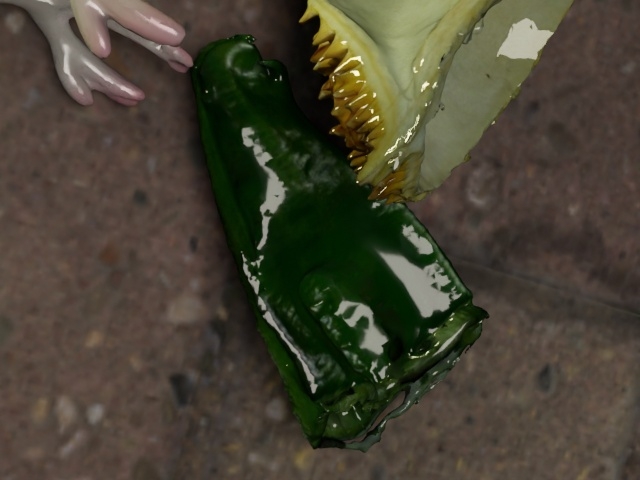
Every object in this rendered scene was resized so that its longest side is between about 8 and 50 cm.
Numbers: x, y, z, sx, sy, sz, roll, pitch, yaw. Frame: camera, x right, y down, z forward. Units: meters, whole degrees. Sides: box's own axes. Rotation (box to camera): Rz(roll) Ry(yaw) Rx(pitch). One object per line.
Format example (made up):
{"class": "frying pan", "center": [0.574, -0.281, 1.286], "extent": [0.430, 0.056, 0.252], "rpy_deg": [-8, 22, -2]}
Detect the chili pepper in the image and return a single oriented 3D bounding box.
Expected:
{"class": "chili pepper", "center": [0.002, 0.001, 0.666], "extent": [0.108, 0.062, 0.216], "rpy_deg": [-30, 104, -22]}

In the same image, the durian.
{"class": "durian", "center": [0.071, -0.114, 0.639], "extent": [0.252, 0.139, 0.144], "rpy_deg": [-46, 113, -19]}

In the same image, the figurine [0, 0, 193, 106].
{"class": "figurine", "center": [-0.163, -0.197, 0.518], "extent": [0.284, 0.206, 0.316], "rpy_deg": [10, 96, -10]}
